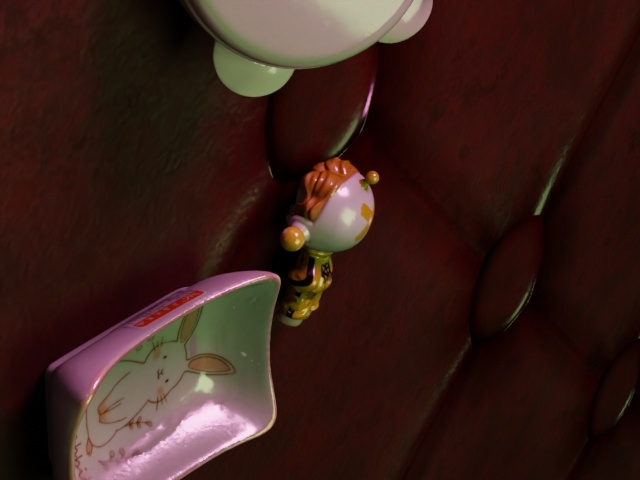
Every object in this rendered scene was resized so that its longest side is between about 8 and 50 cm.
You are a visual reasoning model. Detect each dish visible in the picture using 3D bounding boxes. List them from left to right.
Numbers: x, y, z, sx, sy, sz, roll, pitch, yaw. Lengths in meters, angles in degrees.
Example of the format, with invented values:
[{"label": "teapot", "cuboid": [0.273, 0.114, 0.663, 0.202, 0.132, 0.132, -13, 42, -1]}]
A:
[{"label": "dish", "cuboid": [-0.124, 0.111, 1.134, 0.212, 0.077, 0.151, -32, 135, -43]}]

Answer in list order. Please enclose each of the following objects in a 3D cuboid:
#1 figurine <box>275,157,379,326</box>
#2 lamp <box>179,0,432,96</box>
[{"label": "figurine", "cuboid": [-0.002, 0.002, 1.256, 0.143, 0.068, 0.101, -64, 166, 0]}, {"label": "lamp", "cuboid": [-0.024, -0.225, 1.006, 0.179, 0.108, 0.246, -24, 120, -12]}]
